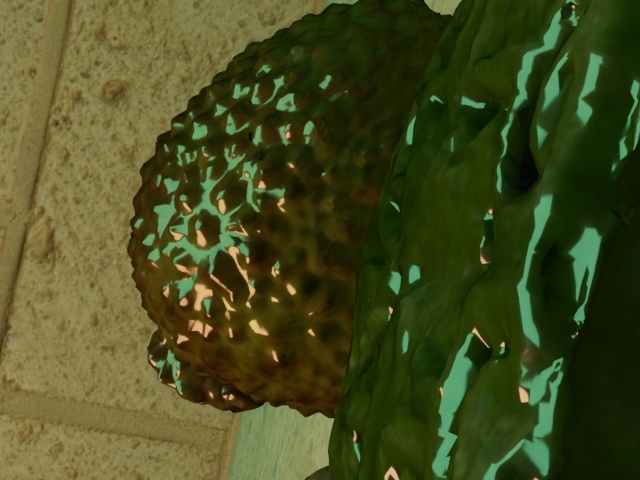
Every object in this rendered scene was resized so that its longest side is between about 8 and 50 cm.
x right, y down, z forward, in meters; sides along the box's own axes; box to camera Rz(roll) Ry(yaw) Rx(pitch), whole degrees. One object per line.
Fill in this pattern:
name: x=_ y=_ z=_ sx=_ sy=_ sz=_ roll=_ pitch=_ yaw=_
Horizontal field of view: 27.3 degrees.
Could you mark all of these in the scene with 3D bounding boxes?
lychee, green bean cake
lychee: x=0.004 y=-0.009 z=0.872 sx=0.270 sy=0.269 sz=0.320 roll=-103 pitch=22 yaw=-73
green bean cake: x=0.104 y=0.014 z=0.479 sx=0.247 sy=0.156 sz=0.250 roll=-161 pitch=83 yaw=-81

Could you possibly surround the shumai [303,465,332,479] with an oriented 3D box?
shumai: x=0.037 y=0.257 z=0.753 sx=0.218 sy=0.183 sz=0.185 roll=-105 pitch=-10 yaw=-48
